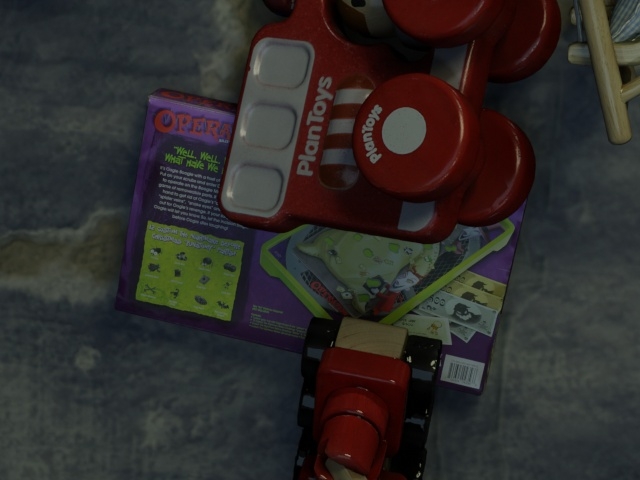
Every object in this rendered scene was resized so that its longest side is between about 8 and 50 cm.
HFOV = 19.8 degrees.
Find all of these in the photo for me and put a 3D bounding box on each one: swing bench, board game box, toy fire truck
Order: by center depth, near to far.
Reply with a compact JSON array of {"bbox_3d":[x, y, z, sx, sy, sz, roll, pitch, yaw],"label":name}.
[{"bbox_3d":[0.239,-0.242,1.426,0.165,0.253,0.254,-30,97,16],"label":"swing bench"},{"bbox_3d":[0.047,-0.146,1.526,0.254,0.169,0.302,9,86,27],"label":"toy fire truck"},{"bbox_3d":[0.040,0.219,1.562,0.159,0.246,0.217,11,132,7],"label":"toy fire truck"},{"bbox_3d":[0.000,0.000,1.640,0.347,0.056,0.208,13,110,6],"label":"board game box"}]
